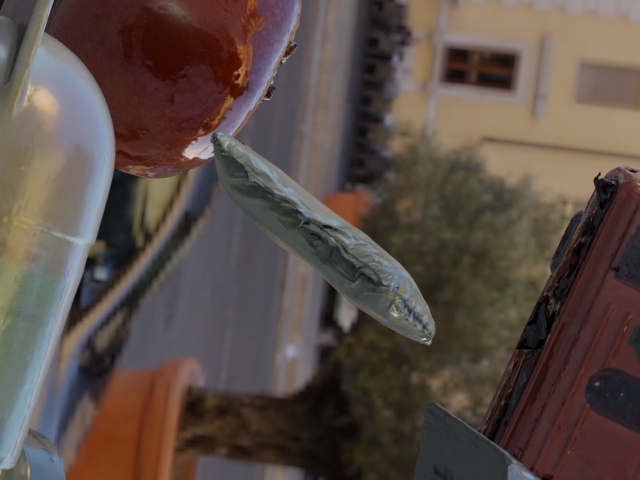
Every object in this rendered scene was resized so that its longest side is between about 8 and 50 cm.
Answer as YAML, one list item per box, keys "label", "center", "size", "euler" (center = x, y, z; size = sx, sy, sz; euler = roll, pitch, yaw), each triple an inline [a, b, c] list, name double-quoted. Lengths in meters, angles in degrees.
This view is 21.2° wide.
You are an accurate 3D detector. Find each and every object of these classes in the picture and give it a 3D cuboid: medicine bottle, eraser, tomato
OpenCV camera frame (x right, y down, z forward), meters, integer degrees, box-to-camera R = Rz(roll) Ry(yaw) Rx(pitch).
- label: "medicine bottle"
  center: [-0.304, -0.032, 1.442]
  size: [0.236, 0.235, 0.406]
  euler: [47, 60, -85]
- label: "eraser"
  center: [0.115, 0.302, 1.380]
  size: [0.111, 0.077, 0.353]
  euler: [32, -59, 46]
- label: "tomato"
  center: [-0.183, -0.252, 2.077]
  size: [0.341, 0.272, 0.341]
  euler: [-52, -165, 21]

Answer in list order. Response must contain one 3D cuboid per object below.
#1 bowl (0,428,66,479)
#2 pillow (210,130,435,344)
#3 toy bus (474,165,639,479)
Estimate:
- label: "bowl"
  center: [-0.445, 0.321, 2.212]
  size: [0.112, 0.211, 0.211]
  euler: [50, 44, -57]
- label: "pillow"
  center: [0.000, 0.000, 1.398]
  size: [0.051, 0.229, 0.128]
  euler: [-47, 153, -8]
- label: "toy bus"
  center: [0.269, 0.144, 1.583]
  size: [0.233, 0.203, 0.427]
  euler: [93, 22, -84]
